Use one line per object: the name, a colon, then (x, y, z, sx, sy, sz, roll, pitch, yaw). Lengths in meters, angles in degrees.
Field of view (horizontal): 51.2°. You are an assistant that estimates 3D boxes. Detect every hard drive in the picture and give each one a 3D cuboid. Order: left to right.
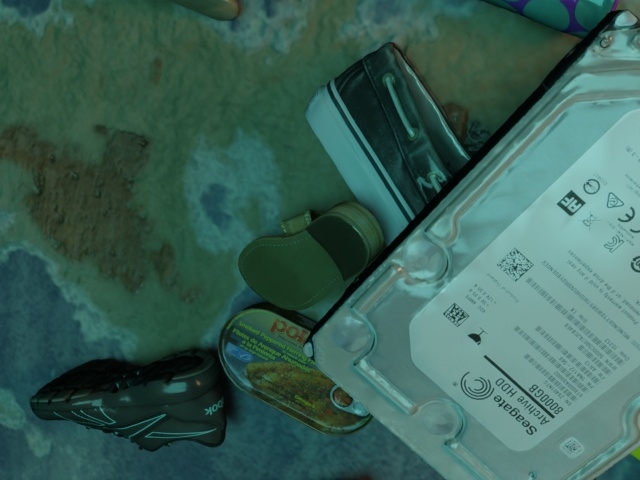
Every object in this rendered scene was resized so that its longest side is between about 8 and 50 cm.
hard drive: (0.176, 0.041, 0.494, 0.237, 0.064, 0.339, 42, 114, -1)

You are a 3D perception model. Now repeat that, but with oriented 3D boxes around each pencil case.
pencil case: (0.174, -0.225, 0.558, 0.152, 0.064, 0.070, 24, 125, 12)

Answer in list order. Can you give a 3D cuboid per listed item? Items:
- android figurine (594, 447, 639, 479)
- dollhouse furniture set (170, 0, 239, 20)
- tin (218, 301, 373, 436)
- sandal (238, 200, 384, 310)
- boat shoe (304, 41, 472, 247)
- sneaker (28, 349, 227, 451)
android figurine: (0.346, 0.137, 0.591, 0.248, 0.056, 0.273, 37, 113, 8)
dollhouse furniture set: (-0.060, -0.420, 0.582, 0.174, 0.303, 0.355, 15, 77, -26)
tin: (-0.022, 0.138, 0.730, 0.190, 0.040, 0.106, 26, 114, 12)
sandal: (0.004, 0.005, 0.661, 0.088, 0.079, 0.240, 55, 149, -5)
boat shoe: (0.121, -0.030, 0.592, 0.119, 0.121, 0.335, -40, 86, 27)
sneaker: (-0.229, 0.201, 0.784, 0.267, 0.101, 0.106, -9, 108, 25)
